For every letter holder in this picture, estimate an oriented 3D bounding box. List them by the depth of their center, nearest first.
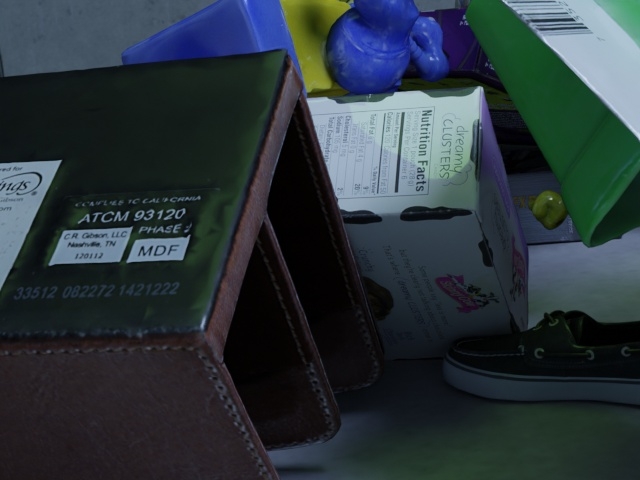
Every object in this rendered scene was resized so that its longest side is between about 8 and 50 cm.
[{"bbox_3d":[-0.141,0.057,0.589,0.301,0.214,0.152,-3,45,17],"label":"letter holder"}]

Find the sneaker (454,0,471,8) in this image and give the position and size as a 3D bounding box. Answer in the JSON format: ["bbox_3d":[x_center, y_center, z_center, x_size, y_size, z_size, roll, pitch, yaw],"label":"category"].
[{"bbox_3d":[0.241,-0.186,1.100,0.182,0.128,0.315,-22,18,-7],"label":"sneaker"}]

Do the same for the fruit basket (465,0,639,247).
[{"bbox_3d":[0.233,-0.019,0.496,0.327,0.353,0.165,-20,-24,-44],"label":"fruit basket"}]

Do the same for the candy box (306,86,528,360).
[{"bbox_3d":[0.000,0.000,0.682,0.196,0.070,0.165,-2,-29,16],"label":"candy box"}]

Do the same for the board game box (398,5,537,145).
[{"bbox_3d":[0.061,-0.114,0.975,0.208,0.056,0.346,20,-8,-40],"label":"board game box"}]

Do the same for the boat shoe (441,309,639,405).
[{"bbox_3d":[0.126,0.053,0.647,0.142,0.040,0.049,1,15,28],"label":"boat shoe"}]

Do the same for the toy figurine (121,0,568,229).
[{"bbox_3d":[0.006,-0.072,0.711,0.217,0.191,0.362,-9,-3,-44],"label":"toy figurine"}]

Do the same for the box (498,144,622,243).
[{"bbox_3d":[0.139,-0.048,1.053,0.183,0.056,0.231,-5,13,10],"label":"box"}]
